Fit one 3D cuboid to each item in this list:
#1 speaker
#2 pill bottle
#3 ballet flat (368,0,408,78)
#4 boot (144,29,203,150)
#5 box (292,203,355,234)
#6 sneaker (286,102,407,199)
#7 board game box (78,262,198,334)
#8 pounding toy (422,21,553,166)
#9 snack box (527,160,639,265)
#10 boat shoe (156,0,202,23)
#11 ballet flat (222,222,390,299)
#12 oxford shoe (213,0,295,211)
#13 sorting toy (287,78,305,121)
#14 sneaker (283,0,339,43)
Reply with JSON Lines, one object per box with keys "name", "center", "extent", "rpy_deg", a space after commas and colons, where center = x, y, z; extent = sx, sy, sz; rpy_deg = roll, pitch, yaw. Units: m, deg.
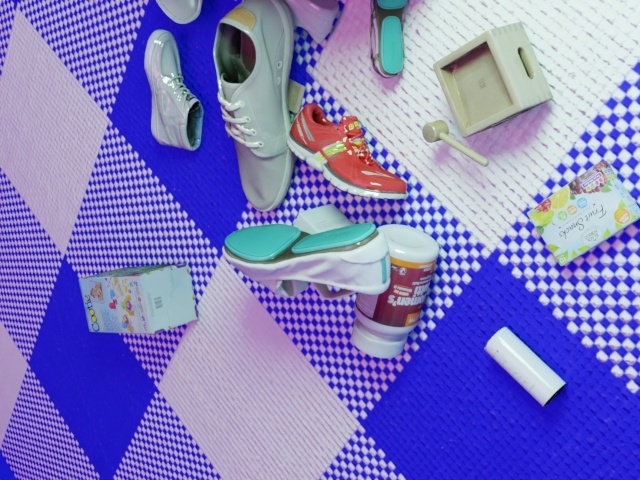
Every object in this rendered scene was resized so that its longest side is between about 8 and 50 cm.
{"name": "speaker", "center": [0.336, 0.208, 1.339], "extent": [0.136, 0.055, 0.055], "rpy_deg": [45, 128, 26]}
{"name": "pill bottle", "center": [0.128, 0.092, 1.458], "extent": [0.121, 0.121, 0.221], "rpy_deg": [31, 121, 34]}
{"name": "ballet flat", "center": [0.109, -0.390, 1.389], "extent": [0.079, 0.076, 0.222], "rpy_deg": [29, 122, 57]}
{"name": "boot", "center": [-0.309, -0.327, 1.789], "extent": [0.123, 0.095, 0.258], "rpy_deg": [18, 122, 32]}
{"name": "box", "center": [0.000, 0.000, 1.567], "extent": [0.087, 0.102, 0.101], "rpy_deg": [45, 129, 24]}
{"name": "sneaker", "center": [0.049, -0.165, 1.481], "extent": [0.279, 0.107, 0.118], "rpy_deg": [35, 114, 28]}
{"name": "board game box", "center": [-0.448, 0.142, 1.997], "extent": [0.275, 0.142, 0.144], "rpy_deg": [-4, 99, 43]}
{"name": "pounding toy", "center": [0.255, -0.212, 1.284], "extent": [0.206, 0.094, 0.181], "rpy_deg": [-23, 90, 53]}
{"name": "snack box", "center": [0.397, -0.039, 1.228], "extent": [0.141, 0.037, 0.100], "rpy_deg": [-42, 74, 41]}
{"name": "boat shoe", "center": [-0.318, -0.594, 1.718], "extent": [0.114, 0.091, 0.303], "rpy_deg": [-16, 88, 0]}
{"name": "ballet flat", "center": [-0.032, 0.046, 1.452], "extent": [0.400, 0.139, 0.139], "rpy_deg": [0, 101, 47]}
{"name": "oxford shoe", "center": [-0.137, -0.253, 1.583], "extent": [0.169, 0.130, 0.450], "rpy_deg": [29, 132, 33]}
{"name": "sorting toy", "center": [-0.063, -0.276, 1.613], "extent": [0.062, 0.012, 0.083], "rpy_deg": [30, 117, 28]}
{"name": "sneaker", "center": [-0.059, -0.451, 1.526], "extent": [0.212, 0.080, 0.094], "rpy_deg": [47, 140, 23]}
